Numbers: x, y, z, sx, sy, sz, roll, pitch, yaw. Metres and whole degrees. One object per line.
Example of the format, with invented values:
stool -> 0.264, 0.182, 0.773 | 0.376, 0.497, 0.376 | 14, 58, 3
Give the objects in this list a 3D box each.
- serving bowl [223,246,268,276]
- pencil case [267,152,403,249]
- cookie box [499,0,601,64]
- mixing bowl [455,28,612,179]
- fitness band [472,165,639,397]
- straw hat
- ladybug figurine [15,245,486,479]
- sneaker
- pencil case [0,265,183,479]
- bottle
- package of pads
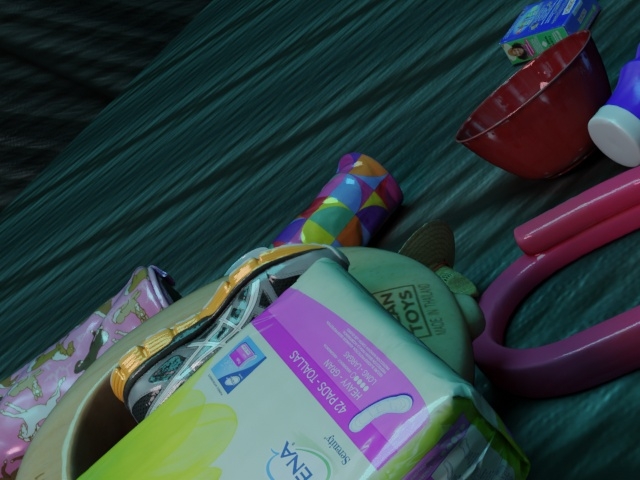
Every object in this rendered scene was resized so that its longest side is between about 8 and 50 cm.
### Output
serving bowl -> -0.094, 0.047, 1.393 | 0.083, 0.027, 0.083 | -31, 26, 17
pencil case -> 0.000, 0.000, 1.261 | 0.236, 0.104, 0.104 | -48, 25, -22
cookie box -> 0.308, -0.287, 1.392 | 0.107, 0.040, 0.092 | -8, 38, 50
mixing bowl -> 0.245, -0.131, 1.113 | 0.181, 0.098, 0.181 | -41, 9, 8
fitness band -> 0.256, 0.030, 0.905 | 0.291, 0.054, 0.209 | -30, 28, 23
straw hat -> 0.118, 0.054, 0.998 | 0.061, 0.144, 0.144 | 26, 64, 30
ladybug figurine -> -0.054, 0.175, 0.900 | 0.449, 0.162, 0.305 | -26, 45, 12
sneaker -> -0.060, 0.084, 0.812 | 0.215, 0.084, 0.083 | -38, 55, 7
pencil case -> -0.306, 0.197, 1.276 | 0.386, 0.160, 0.167 | -37, 17, 5
bottle -> 0.386, -0.192, 1.050 | 0.283, 0.092, 0.118 | -44, 26, -11
package of pads -> -0.036, 0.172, 0.677 | 0.296, 0.101, 0.229 | -43, 32, -3
